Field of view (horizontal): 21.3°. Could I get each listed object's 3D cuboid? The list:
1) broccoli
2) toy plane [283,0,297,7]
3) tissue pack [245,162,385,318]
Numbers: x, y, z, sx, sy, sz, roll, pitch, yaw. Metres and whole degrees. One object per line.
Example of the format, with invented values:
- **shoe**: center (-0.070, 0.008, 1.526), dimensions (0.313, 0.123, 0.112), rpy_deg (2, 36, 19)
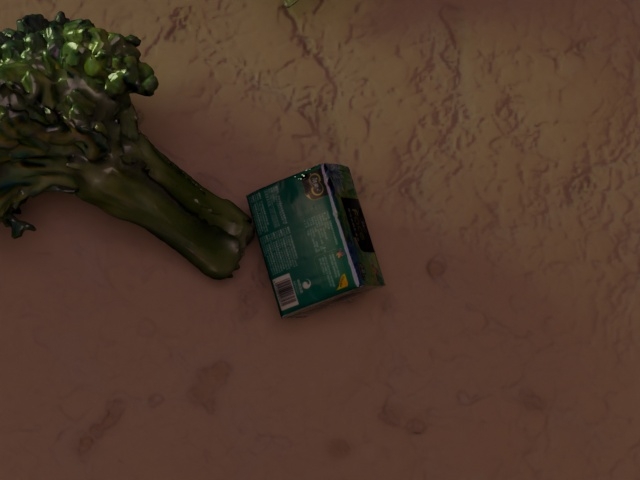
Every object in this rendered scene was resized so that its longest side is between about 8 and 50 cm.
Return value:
- **broccoli**: center (-0.165, -0.089, 1.398), dimensions (0.275, 0.198, 0.177), rpy_deg (18, 34, -8)
- **toy plane**: center (-0.010, -0.340, 1.497), dimensions (0.242, 0.104, 0.256), rpy_deg (-17, 89, 8)
- **tissue pack**: center (0.001, 0.001, 1.450), dimensions (0.085, 0.079, 0.111), rpy_deg (-22, 80, 24)
